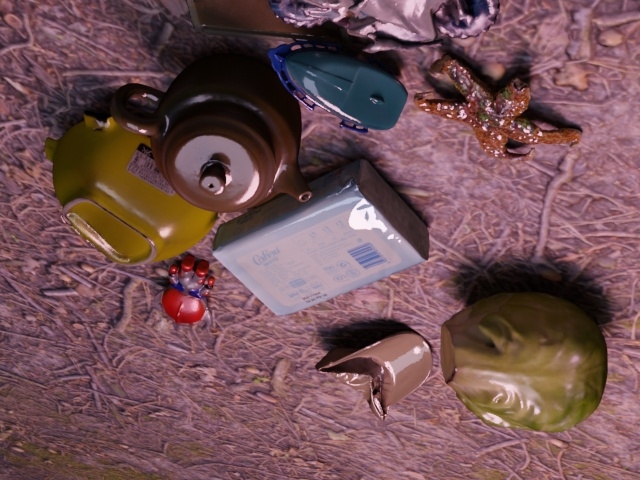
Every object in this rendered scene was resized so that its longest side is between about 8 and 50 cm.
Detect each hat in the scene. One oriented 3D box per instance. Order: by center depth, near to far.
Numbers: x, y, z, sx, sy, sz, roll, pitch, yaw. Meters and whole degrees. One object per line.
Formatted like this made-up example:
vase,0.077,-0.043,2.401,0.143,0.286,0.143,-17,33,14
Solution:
hat,0.099,0.206,1.635,0.173,0.144,0.166,-45,117,5

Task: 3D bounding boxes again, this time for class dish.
dish,-0.285,-0.050,1.345,0.221,0.108,0.262,-20,127,42

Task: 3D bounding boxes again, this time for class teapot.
teapot,-0.131,-0.120,1.155,0.268,0.175,0.185,21,124,-10

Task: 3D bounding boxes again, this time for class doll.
doll,-0.235,0.099,1.638,0.104,0.062,0.194,7,139,-13

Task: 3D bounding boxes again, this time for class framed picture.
framed picture,-0.074,-0.328,1.022,0.209,0.019,0.281,10,144,13

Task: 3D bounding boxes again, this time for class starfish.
starfish,0.213,-0.153,1.115,0.210,0.053,0.150,17,157,-4

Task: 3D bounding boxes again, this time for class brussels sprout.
brussels sprout,0.298,0.177,1.376,0.244,0.244,0.244,13,144,9

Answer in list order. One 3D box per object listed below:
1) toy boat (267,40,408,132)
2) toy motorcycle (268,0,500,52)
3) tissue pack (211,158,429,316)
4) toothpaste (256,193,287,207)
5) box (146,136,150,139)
toy boat,0.008,-0.190,1.114,0.175,0.091,0.110,20,-171,-29
toy motorcycle,0.065,-0.289,0.942,0.239,0.108,0.204,-9,148,-5
tissue pack,0.000,0.000,1.342,0.263,0.089,0.177,-23,127,31
toothpaste,-0.044,0.002,1.436,0.060,0.038,0.233,-7,136,16
box,-0.205,-0.105,1.360,0.152,0.043,0.269,36,141,-22
